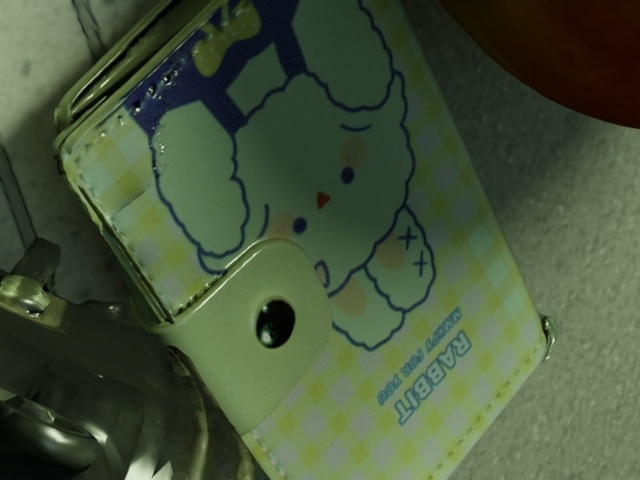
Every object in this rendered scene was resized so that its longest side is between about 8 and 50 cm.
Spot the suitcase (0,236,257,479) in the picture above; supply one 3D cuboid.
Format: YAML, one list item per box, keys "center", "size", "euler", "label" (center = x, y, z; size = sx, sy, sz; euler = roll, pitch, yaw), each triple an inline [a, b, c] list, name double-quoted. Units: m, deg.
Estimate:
- center: [-0.145, 0.132, 0.566]
  size: [0.194, 0.434, 0.283]
  euler: [26, 87, -9]
  label: "suitcase"

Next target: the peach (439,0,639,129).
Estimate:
- center: [0.206, -0.218, 0.782]
  size: [0.370, 0.370, 0.370]
  euler: [-14, 114, -35]
  label: "peach"

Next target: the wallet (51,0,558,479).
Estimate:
- center: [0.000, 0.000, 0.866]
  size: [0.223, 0.077, 0.309]
  euler: [-44, 126, -23]
  label: "wallet"
